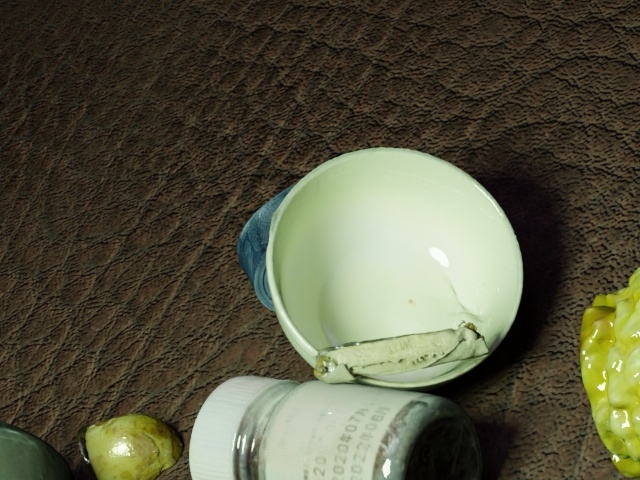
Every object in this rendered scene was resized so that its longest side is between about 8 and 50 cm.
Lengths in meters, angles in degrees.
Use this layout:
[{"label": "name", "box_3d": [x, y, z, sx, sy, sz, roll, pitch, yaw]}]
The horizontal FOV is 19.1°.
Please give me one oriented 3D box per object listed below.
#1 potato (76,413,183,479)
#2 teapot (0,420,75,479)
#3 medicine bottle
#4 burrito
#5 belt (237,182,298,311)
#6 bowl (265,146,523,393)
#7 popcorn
[{"label": "potato", "box_3d": [-0.217, 0.230, 2.183, 0.103, 0.066, 0.096, -27, 43, 6]}, {"label": "teapot", "box_3d": [-0.333, 0.378, 2.004, 0.300, 0.253, 0.344, -7, 44, -16]}, {"label": "medicine bottle", "box_3d": [0.014, 0.226, 1.945, 0.273, 0.165, 0.165, 3, 52, 39]}, {"label": "burrito", "box_3d": [0.082, 0.117, 1.938, 0.186, 0.041, 0.045, -8, 42, -10]}, {"label": "belt", "box_3d": [0.000, 0.000, 2.204, 0.190, 0.141, 0.082, -33, 41, 0]}, {"label": "bowl", "box_3d": [0.072, 0.050, 2.062, 0.277, 0.145, 0.277, 2, 67, -5]}, {"label": "popcorn", "box_3d": [0.343, 0.114, 1.811, 0.251, 0.206, 0.237, 11, 71, 55]}]
